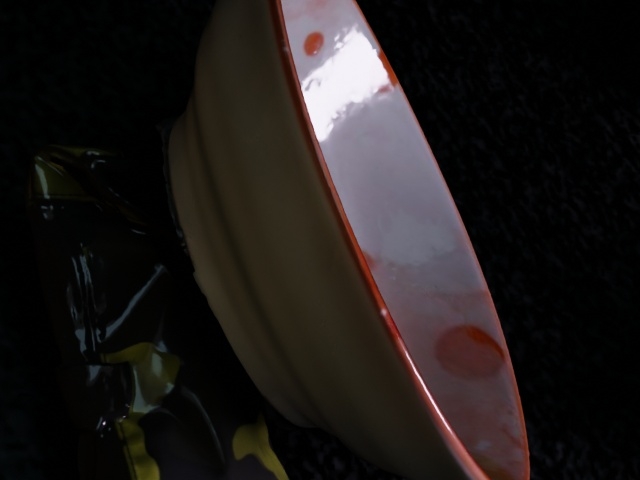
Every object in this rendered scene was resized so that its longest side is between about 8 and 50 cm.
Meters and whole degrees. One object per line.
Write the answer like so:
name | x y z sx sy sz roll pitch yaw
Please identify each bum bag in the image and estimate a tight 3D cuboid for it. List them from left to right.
bum bag | -0.060 0.068 0.674 0.106 0.060 0.233 8 60 -44

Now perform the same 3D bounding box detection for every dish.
dish | 0.000 0.000 0.691 0.260 0.085 0.260 -22 90 -77
